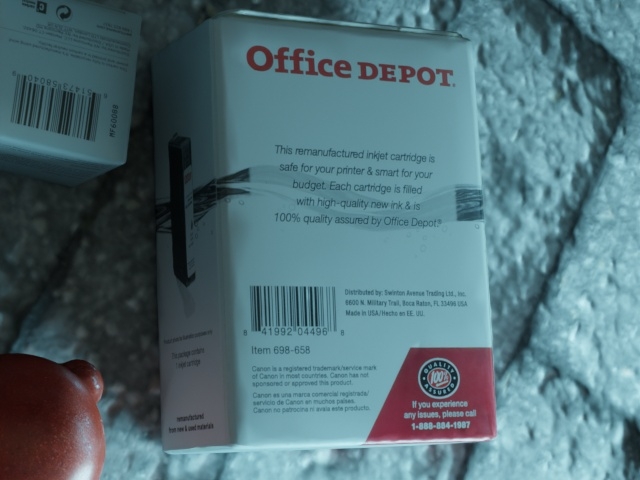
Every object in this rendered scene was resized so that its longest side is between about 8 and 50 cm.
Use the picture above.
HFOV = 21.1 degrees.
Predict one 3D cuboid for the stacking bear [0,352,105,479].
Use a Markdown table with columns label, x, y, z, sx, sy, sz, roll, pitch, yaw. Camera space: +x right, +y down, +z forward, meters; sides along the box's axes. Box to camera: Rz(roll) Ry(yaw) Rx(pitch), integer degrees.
| label | x | y | z | sx | sy | sz | roll | pitch | yaw |
| --- | --- | --- | --- | --- | --- | --- | --- | --- | --- |
| stacking bear | -0.257 | 0.110 | 0.952 | 0.289 | 0.164 | 0.175 | 7 | 79 | -33 |

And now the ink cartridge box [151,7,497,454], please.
| label | x | y | z | sx | sy | sz | roll | pitch | yaw |
| --- | --- | --- | --- | --- | --- | --- | --- | --- | --- |
| ink cartridge box | 0.000 | 0.000 | 1.132 | 0.197 | 0.114 | 0.273 | 2 | 82 | -28 |

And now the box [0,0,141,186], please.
| label | x | y | z | sx | sy | sz | roll | pitch | yaw |
| --- | --- | --- | --- | --- | --- | --- | --- | --- | --- |
| box | -0.176 | -0.096 | 1.065 | 0.101 | 0.087 | 0.102 | 12 | 75 | -27 |
